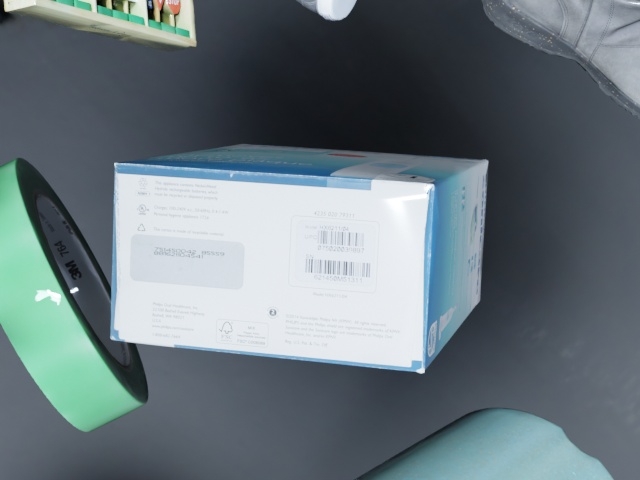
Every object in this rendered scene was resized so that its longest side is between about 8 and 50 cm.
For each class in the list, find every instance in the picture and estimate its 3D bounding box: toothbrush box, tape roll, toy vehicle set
[{"bbox_3d":[0.000,0.000,0.991,0.216,0.126,0.295,5,7,14],"label":"toothbrush box"},{"bbox_3d":[-0.306,0.063,1.554,0.077,0.321,0.321,-28,59,0],"label":"tape roll"},{"bbox_3d":[-0.210,-0.282,1.288,0.267,0.035,0.165,0,83,-63],"label":"toy vehicle set"}]

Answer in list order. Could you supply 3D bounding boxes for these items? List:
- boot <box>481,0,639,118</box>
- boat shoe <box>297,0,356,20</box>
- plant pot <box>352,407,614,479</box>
[{"bbox_3d":[0.334,-0.227,1.299,0.338,0.222,0.118,22,66,-7],"label":"boot"},{"bbox_3d":[0.030,-0.366,1.527,0.076,0.228,0.080,25,12,27],"label":"boat shoe"},{"bbox_3d":[0.117,0.345,1.291,0.341,0.341,0.334,46,45,16],"label":"plant pot"}]
